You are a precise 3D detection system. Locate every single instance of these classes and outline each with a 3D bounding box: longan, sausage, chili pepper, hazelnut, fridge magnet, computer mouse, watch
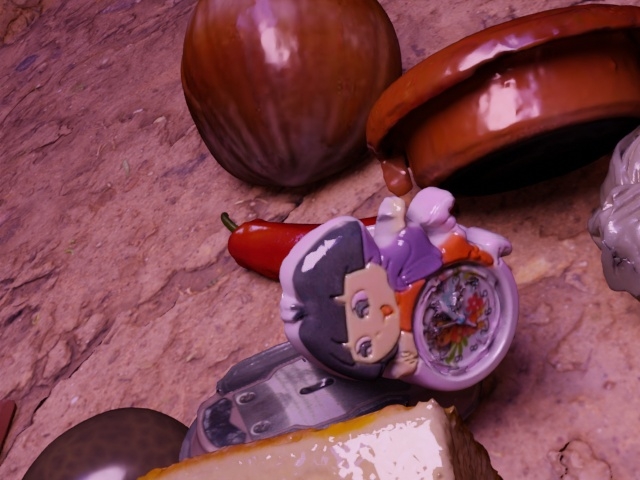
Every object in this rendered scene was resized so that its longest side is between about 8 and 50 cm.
[{"bbox_3d":[-0.215,0.280,0.720,0.213,0.198,0.198,-14,39,-26],"label":"longan"},{"bbox_3d":[-0.473,0.293,0.952,0.030,0.035,0.147,-32,40,33],"label":"sausage"},{"bbox_3d":[0.003,0.004,0.933,0.369,0.091,0.137,1,34,20],"label":"chili pepper"},{"bbox_3d":[-0.054,-0.259,1.038,0.373,0.315,0.372,-10,74,37],"label":"hazelnut"},{"bbox_3d":[0.234,-0.154,0.783,0.364,0.363,0.155,-17,79,14],"label":"fridge magnet"},{"bbox_3d":[0.040,0.185,0.726,0.389,0.114,0.199,-17,28,-14],"label":"computer mouse"},{"bbox_3d":[0.051,0.041,0.679,0.244,0.196,0.231,-16,16,-21],"label":"watch"}]

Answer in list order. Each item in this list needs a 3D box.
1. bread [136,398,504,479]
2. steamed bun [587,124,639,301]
[{"bbox_3d":[0.030,0.287,0.521,0.279,0.279,0.207,-18,47,12],"label":"bread"},{"bbox_3d":[0.383,-0.011,0.697,0.211,0.144,0.218,-43,72,-8],"label":"steamed bun"}]
